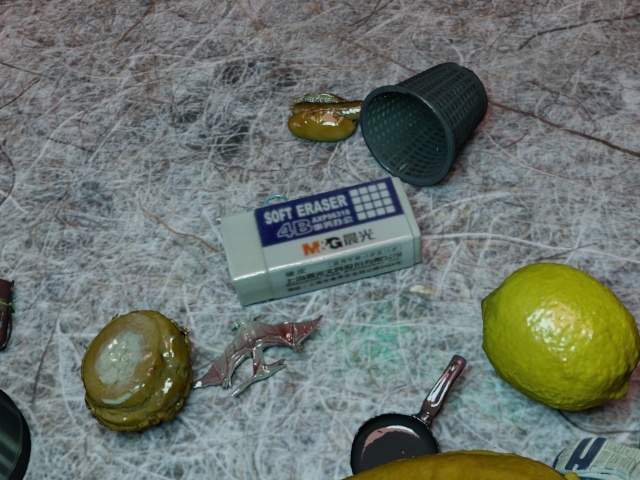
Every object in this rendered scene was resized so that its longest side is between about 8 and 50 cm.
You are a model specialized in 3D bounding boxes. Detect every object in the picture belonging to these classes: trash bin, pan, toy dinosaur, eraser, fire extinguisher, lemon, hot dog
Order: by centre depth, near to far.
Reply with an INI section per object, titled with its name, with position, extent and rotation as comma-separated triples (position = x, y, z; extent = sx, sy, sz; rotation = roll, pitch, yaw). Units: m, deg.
[lemon]
position = 0.296, 0.119, 1.006
extent = 0.180, 0.181, 0.193
rotation = -19, 55, -7
[pan]
position = 0.122, 0.234, 1.022
extent = 0.114, 0.040, 0.212
rotation = 29, 69, 26
[toy dinosaur]
position = -0.095, 0.152, 1.121
extent = 0.220, 0.032, 0.108
rotation = -28, 58, -2
[fire extinguisher]
position = -0.478, 0.121, 1.190
extent = 0.056, 0.039, 0.132
rotation = -15, 52, 7
[eraser]
position = 0.000, 0.000, 1.191
extent = 0.278, 0.081, 0.124
rotation = -14, 53, -3
[trash bin]
position = 0.175, -0.199, 1.282
extent = 0.175, 0.176, 0.161
rotation = 29, 50, 26
[hot dog]
position = 0.014, -0.210, 1.363
extent = 0.140, 0.060, 0.090
rotation = 13, 60, 12

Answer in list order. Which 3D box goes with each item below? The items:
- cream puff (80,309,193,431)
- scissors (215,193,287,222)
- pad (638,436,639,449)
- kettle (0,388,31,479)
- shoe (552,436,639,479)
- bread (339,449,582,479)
[cream puff]
position = -0.237, 0.175, 1.068
extent = 0.150, 0.115, 0.165
rotation = 28, 70, 33
[scissors]
position = -0.107, -0.043, 1.280
extent = 0.119, 0.014, 0.058
rotation = -13, 52, -7
[pad]
position = 0.515, 0.172, 1.010
extent = 0.202, 0.005, 0.300
rotation = 14, 46, 17
[kettle]
position = -0.515, 0.227, 0.966
extent = 0.250, 0.271, 0.207
rotation = -29, 55, -15
[shoe]
position = 0.343, 0.278, 0.944
extent = 0.142, 0.071, 0.064
rotation = 4, 29, 42
[bread]
position = 0.100, 0.340, 0.794
extent = 0.388, 0.183, 0.236
rotation = -25, 43, 18
